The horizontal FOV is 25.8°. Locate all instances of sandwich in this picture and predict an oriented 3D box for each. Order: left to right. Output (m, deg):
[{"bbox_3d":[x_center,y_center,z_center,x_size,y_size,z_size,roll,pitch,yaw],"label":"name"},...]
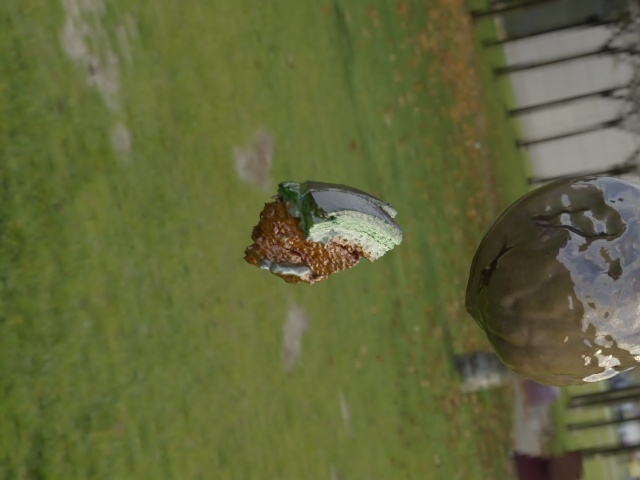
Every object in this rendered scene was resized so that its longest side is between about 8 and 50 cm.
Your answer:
[{"bbox_3d":[0.008,0.001,1.867,0.184,0.160,0.109,14,26,-37],"label":"sandwich"}]

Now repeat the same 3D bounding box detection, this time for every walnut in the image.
[{"bbox_3d":[0.294,0.045,1.582,0.227,0.273,0.273,77,8,-49],"label":"walnut"}]
